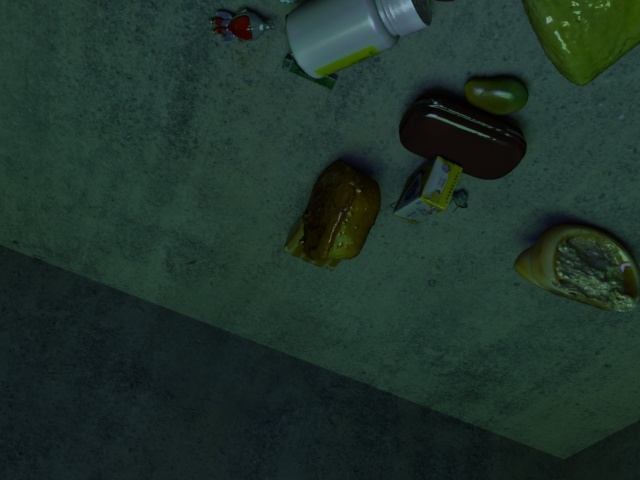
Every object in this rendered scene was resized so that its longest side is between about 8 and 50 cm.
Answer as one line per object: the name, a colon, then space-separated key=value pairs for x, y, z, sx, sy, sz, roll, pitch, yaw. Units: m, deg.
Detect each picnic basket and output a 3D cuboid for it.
picnic basket: x=0.500 y=-0.144 z=2.181 sx=0.083 sy=0.065 sz=0.083 roll=32 pitch=119 yaw=-24

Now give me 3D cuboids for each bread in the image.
bread: x=0.672 y=-0.590 z=1.465 sx=0.307 sy=0.348 sz=0.348 roll=-30 pitch=121 yaw=32
bread: x=0.068 y=-0.090 z=2.161 sx=0.204 sy=0.337 sz=0.358 roll=19 pitch=112 yaw=-18
bread: x=0.000 y=0.000 z=2.442 sx=0.239 sy=0.111 sz=0.246 roll=28 pitch=136 yaw=-12
bread: x=0.930 y=0.128 z=2.142 sx=0.423 sy=0.329 sz=0.245 roll=18 pitch=138 yaw=-11

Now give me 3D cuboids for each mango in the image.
mango: x=0.539 y=-0.445 z=1.843 sx=0.191 sy=0.086 sz=0.122 roll=9 pitch=151 yaw=21

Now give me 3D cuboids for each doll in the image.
doll: x=-0.241 y=-0.659 z=1.847 sx=0.227 sy=0.075 sz=0.102 roll=7 pitch=128 yaw=24

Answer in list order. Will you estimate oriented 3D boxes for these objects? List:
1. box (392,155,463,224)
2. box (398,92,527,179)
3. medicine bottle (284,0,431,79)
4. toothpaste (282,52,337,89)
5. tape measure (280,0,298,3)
box: x=0.361 y=-0.165 z=2.050 sx=0.097 sy=0.168 sz=0.265 roll=27 pitch=166 yaw=-8
box: x=0.454 y=-0.329 z=1.933 sx=0.403 sy=0.108 sz=0.263 roll=21 pitch=155 yaw=-6
medicine bottle: x=0.101 y=-0.617 z=1.688 sx=0.378 sy=0.214 sz=0.213 roll=-15 pitch=129 yaw=30
toothpaste: x=-0.035 y=-0.545 z=1.936 sx=0.178 sy=0.037 sz=0.043 roll=22 pitch=134 yaw=-7
tape measure: x=-0.088 y=-0.735 z=1.738 sx=0.094 sy=0.054 sz=0.091 roll=-33 pitch=121 yaw=29
